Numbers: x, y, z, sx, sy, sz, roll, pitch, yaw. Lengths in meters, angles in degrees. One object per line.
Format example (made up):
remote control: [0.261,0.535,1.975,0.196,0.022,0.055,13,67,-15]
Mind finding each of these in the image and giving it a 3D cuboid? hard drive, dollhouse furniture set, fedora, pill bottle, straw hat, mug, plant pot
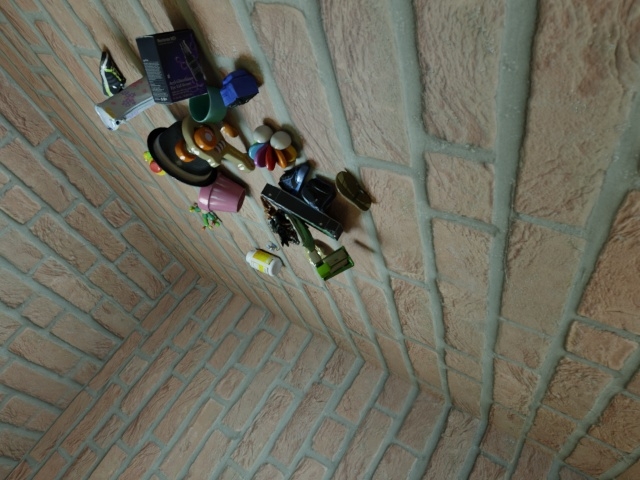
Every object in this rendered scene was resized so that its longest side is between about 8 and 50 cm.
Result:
hard drive: [-0.067,-0.114,1.796,0.339,0.064,0.237,31,179,9]
dollhouse furniture set: [0.000,0.000,1.833,0.301,0.151,0.197,59,179,15]
fedora: [-0.562,-0.393,1.868,0.334,0.334,0.152,41,125,-12]
pill bottle: [-0.348,0.130,2.652,0.215,0.117,0.117,21,152,29]
straw hat: [-0.009,0.059,2.145,0.145,0.061,0.144,27,138,27]
mug: [-0.396,-0.502,1.562,0.130,0.097,0.157,9,102,38]
plant pot: [-0.466,-0.221,2.097,0.180,0.201,0.201,18,155,1]

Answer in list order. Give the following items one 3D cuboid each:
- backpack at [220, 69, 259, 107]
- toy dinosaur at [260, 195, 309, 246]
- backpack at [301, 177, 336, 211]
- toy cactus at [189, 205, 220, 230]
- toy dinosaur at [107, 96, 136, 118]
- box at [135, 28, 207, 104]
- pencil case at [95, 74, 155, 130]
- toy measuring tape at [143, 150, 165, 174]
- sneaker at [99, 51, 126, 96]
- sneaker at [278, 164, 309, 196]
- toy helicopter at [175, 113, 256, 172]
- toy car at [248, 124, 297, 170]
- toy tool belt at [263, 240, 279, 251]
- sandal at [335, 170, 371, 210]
backpack: [-0.272,-0.497,1.430,0.120,0.098,0.101,-10,101,58]
toy dinosaur: [-0.190,-0.077,2.043,0.322,0.164,0.218,27,-177,-40]
backpack: [-0.008,-0.174,1.664,0.114,0.105,0.084,37,179,19]
toy cactus: [-0.709,-0.161,2.634,0.219,0.112,0.180,40,147,11]
toy dinosaur: [-0.944,-0.648,2.071,0.112,0.064,0.211,39,156,-11]
box: [-0.483,-0.569,1.423,0.108,0.153,0.207,16,129,36]
pencil case: [-0.760,-0.556,1.745,0.124,0.273,0.113,20,145,35]
toy measuring tape: [-0.796,-0.380,2.313,0.330,0.121,0.121,27,156,2]
sneaker: [-0.900,-0.720,1.895,0.097,0.084,0.234,3,155,-18]
sneaker: [-0.111,-0.242,1.698,0.091,0.081,0.232,30,158,-6]
toy helicopter: [-0.391,-0.381,1.714,0.140,0.234,0.355,-21,149,31]
toy car: [-0.183,-0.317,1.585,0.182,0.136,0.159,25,154,23]
toy tool belt: [-0.281,0.046,2.488,0.083,0.051,0.052,35,156,0]
sandal: [0.112,-0.174,1.563,0.180,0.072,0.049,43,177,-25]
